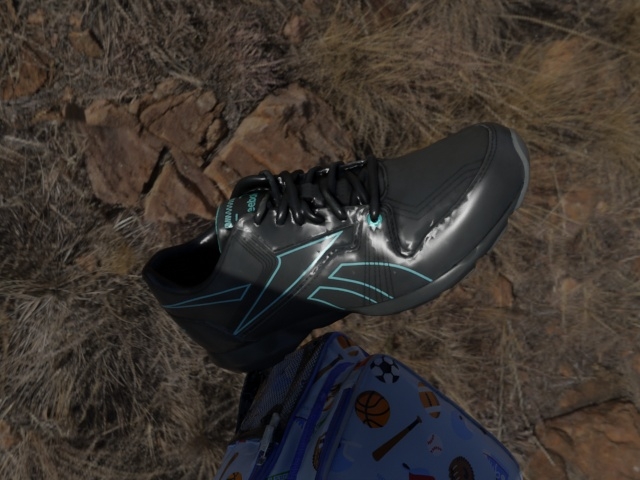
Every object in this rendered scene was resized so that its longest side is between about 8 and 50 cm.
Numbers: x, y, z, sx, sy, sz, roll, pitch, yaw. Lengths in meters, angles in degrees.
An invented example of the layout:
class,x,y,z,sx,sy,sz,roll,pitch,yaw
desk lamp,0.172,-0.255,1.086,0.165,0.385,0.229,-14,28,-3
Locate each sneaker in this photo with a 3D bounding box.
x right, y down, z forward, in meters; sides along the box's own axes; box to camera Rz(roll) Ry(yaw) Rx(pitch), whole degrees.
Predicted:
class,x,y,z,sx,sy,sz,roll,pitch,yaw
sneaker,0.000,0.000,0.385,0.106,0.267,0.101,45,26,-29

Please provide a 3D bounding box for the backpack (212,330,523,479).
class,x,y,z,sx,sy,sz,roll,pitch,yaw
backpack,0.028,0.241,0.519,0.276,0.213,0.263,37,59,-8
